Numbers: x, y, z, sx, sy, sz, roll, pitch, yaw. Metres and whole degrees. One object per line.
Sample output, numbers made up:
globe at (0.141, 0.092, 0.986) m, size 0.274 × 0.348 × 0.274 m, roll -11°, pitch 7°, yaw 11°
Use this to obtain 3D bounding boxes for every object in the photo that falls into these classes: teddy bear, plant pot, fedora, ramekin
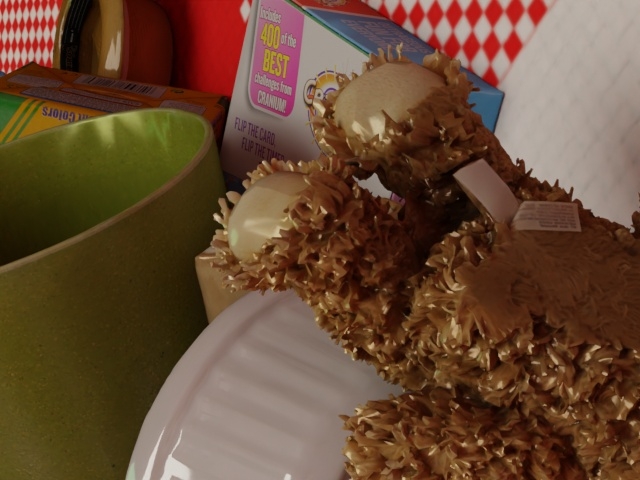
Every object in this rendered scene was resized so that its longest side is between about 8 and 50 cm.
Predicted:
teddy bear at (0.106, 0.041, 0.799) m, size 0.113 × 0.338 × 0.245 m, roll 102°, pitch -169°, yaw -55°
plant pot at (-0.155, 0.098, 1.106) m, size 0.275 × 0.275 × 0.293 m, roll 20°, pitch 134°, yaw 58°
fedora at (-0.181, -0.166, 1.446) m, size 0.194 × 0.079 × 0.194 m, roll -23°, pitch 64°, yaw 62°
ramekin at (0.032, 0.155, 0.906) m, size 0.127 × 0.273 × 0.272 m, roll 13°, pitch 101°, yaw 48°

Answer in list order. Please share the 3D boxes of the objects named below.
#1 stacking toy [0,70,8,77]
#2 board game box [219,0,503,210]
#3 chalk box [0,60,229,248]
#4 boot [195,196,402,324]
stacking toy at (-0.315, -0.050, 1.628) m, size 0.302 × 0.175 × 0.165 m, roll 35°, pitch 122°, yaw 42°
board game box at (0.000, 0.000, 1.145) m, size 0.242 × 0.064 × 0.316 m, roll 43°, pitch 126°, yaw 52°
chalk box at (-0.190, 0.021, 1.299) m, size 0.179 × 0.180 × 0.288 m, roll -68°, pitch -12°, yaw -76°
boot at (-0.043, 0.126, 1.004) m, size 0.089 × 0.236 × 0.269 m, roll 31°, pitch 134°, yaw 60°
